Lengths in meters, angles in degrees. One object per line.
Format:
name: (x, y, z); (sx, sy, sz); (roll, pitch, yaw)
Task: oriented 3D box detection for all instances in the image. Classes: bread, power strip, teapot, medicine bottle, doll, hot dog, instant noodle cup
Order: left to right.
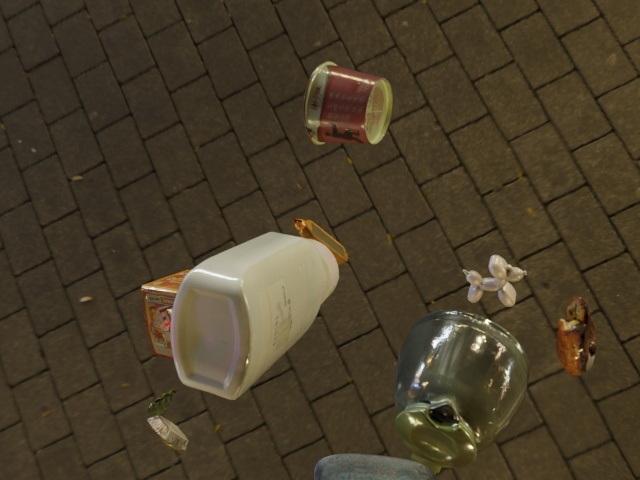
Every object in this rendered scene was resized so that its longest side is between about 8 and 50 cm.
hot dog: (-0.446, 0.561, 1.530); (0.099, 0.192, 0.053); (35, 71, 28)
medicine bottle: (-0.071, 0.076, 0.698); (0.111, 0.296, 0.161); (12, 107, 20)
power strip: (0.000, 0.000, 1.175); (0.028, 0.178, 0.049); (-33, 41, 23)
instant noodle cup: (0.084, -0.369, 1.463); (0.178, 0.235, 0.235); (16, 86, 25)
teapot: (0.218, 0.305, 0.988); (0.239, 0.321, 0.239); (41, 46, 1)
doll: (0.458, 0.105, 1.378); (0.161, 0.160, 0.059); (4, 46, 29)
bread: (0.673, 0.255, 1.397); (0.095, 0.269, 0.139); (8, 53, 45)

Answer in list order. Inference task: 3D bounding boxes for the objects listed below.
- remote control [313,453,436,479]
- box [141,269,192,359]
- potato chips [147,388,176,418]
remote control: (0.036, 0.256, 0.280); (0.107, 0.377, 0.044); (0, 106, 4)
box: (-0.412, 0.255, 1.743); (0.283, 0.214, 0.260); (2, 107, 36)
potato chips: (-0.468, 0.484, 1.549); (0.092, 0.207, 0.028); (-29, 72, -32)
